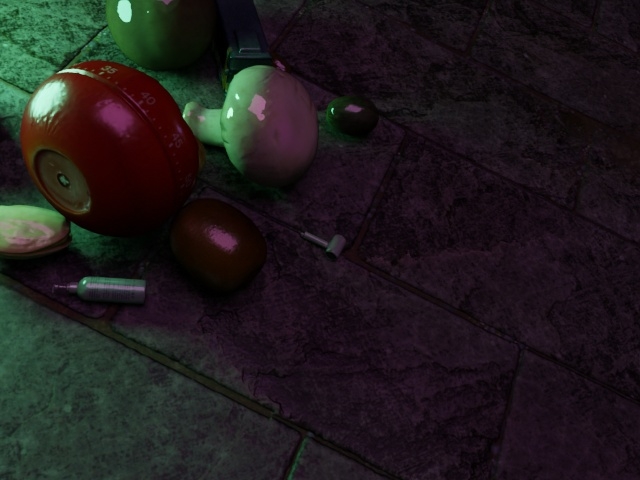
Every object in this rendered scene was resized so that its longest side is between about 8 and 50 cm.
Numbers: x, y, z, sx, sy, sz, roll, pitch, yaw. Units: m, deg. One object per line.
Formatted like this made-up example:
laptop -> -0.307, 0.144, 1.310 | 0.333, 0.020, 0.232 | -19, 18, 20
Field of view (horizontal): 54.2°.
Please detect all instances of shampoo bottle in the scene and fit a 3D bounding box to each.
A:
shampoo bottle -> -0.483, 0.107, 1.372 | 0.195, 0.056, 0.056 | 6, 57, -14

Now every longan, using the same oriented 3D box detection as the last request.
longan -> -0.435, -0.625, 1.723 | 0.318, 0.319, 0.319 | 8, 56, -12

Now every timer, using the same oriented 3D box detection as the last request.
timer -> -0.451, -0.188, 1.338 | 0.378, 0.378, 0.279 | 36, 47, 7

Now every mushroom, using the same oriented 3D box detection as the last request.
mushroom -> -0.156, -0.309, 1.595 | 0.356, 0.315, 0.315 | 32, 54, -11

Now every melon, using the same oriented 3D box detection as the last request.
melon -> 0.098, -0.363, 1.820 | 0.167, 0.114, 0.114 | 6, 57, -13

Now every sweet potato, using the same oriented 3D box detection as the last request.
sweet potato -> -0.117, -0.500, 1.868 | 0.074, 0.075, 0.269 | -31, 75, -31

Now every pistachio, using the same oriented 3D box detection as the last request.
pistachio -> -0.647, -0.010, 1.357 | 0.200, 0.117, 0.145 | 10, 41, -19

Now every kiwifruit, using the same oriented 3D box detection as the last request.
kiwifruit -> -0.240, 0.006, 1.433 | 0.234, 0.196, 0.196 | 39, 55, 13

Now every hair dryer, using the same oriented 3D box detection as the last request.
hair dryer -> 0.000, 0.000, 1.610 | 0.124, 0.038, 0.063 | 25, 52, 8

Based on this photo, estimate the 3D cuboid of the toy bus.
toy bus -> -0.236, -0.563, 1.815 | 0.138, 0.167, 0.275 | -6, 61, -21

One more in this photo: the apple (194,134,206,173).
apple -> -0.357, -0.205, 1.562 | 0.146, 0.146, 0.131 | -39, 96, -33
